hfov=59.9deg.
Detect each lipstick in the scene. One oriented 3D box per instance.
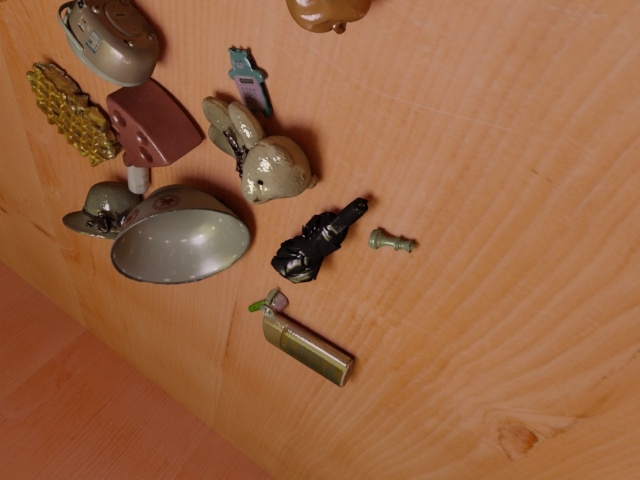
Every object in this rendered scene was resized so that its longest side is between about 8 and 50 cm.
[{"bbox_3d":[-0.477,-0.222,1.442,0.059,0.059,0.264,35,144,10],"label":"lipstick"}]

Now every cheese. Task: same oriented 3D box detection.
[{"bbox_3d":[-0.393,-0.271,1.262,0.203,0.128,0.177,8,131,45],"label":"cheese"}]

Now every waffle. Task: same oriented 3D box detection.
[{"bbox_3d":[-0.658,-0.334,1.495,0.283,0.065,0.309,17,141,34],"label":"waffle"}]

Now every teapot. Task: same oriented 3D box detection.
[{"bbox_3d":[-0.131,0.171,1.524,0.064,0.064,0.083,24,141,23],"label":"teapot"}]

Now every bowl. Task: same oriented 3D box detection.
[{"bbox_3d":[-0.352,-0.037,1.390,0.337,0.337,0.157,114,145,-54],"label":"bowl"}]

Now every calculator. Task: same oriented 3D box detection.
[{"bbox_3d":[-0.137,-0.302,1.067,0.094,0.019,0.141,16,138,36],"label":"calculator"}]

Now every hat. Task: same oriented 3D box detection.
[{"bbox_3d":[-0.600,-0.102,1.602,0.257,0.257,0.130,21,108,27],"label":"hat"}]

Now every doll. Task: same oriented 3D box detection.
[{"bbox_3d":[-0.147,-0.175,1.121,0.278,0.149,0.175,39,-174,26],"label":"doll"}]

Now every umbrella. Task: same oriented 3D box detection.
[{"bbox_3d":[0.000,0.000,1.191,0.118,0.118,0.340,46,141,-5],"label":"umbrella"}]

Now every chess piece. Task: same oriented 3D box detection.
[{"bbox_3d":[0.145,0.005,1.108,0.093,0.042,0.042,13,136,28],"label":"chess piece"}]

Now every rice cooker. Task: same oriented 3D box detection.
[{"bbox_3d":[-0.418,-0.410,1.116,0.127,0.145,0.206,-32,100,42],"label":"rice cooker"}]

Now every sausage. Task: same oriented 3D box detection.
[{"bbox_3d":[-0.002,-0.399,0.747,0.136,0.120,0.241,27,145,39],"label":"sausage"}]

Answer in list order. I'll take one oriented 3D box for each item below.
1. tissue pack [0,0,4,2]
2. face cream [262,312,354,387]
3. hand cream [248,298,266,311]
[{"bbox_3d":[-0.509,-0.534,0.955,0.195,0.274,0.145,20,141,29],"label":"tissue pack"},{"bbox_3d":[-0.042,0.306,1.580,0.285,0.067,0.139,28,142,18],"label":"face cream"},{"bbox_3d":[-0.173,0.189,1.619,0.036,0.023,0.122,33,149,-24],"label":"hand cream"}]
